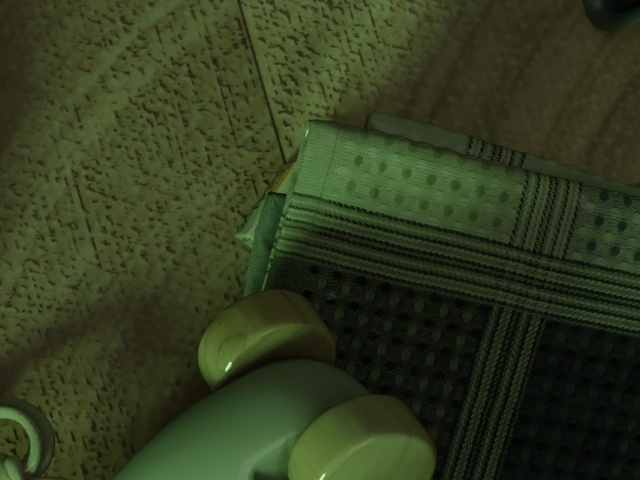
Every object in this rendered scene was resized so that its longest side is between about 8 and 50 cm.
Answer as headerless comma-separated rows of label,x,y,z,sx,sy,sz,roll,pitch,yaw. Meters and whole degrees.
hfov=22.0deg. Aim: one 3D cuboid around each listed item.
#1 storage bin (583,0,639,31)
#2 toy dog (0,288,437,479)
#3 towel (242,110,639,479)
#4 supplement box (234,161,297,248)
storage bin,0.250,-0.215,1.156,0.091,0.135,0.098,-22,93,-27
toy dog,-0.075,0.179,0.993,0.334,0.220,0.161,-22,135,13
towel,0.094,0.089,1.108,0.324,0.056,0.312,13,101,-16
supplement box,0.000,0.000,1.119,0.098,0.036,0.062,37,79,-13
